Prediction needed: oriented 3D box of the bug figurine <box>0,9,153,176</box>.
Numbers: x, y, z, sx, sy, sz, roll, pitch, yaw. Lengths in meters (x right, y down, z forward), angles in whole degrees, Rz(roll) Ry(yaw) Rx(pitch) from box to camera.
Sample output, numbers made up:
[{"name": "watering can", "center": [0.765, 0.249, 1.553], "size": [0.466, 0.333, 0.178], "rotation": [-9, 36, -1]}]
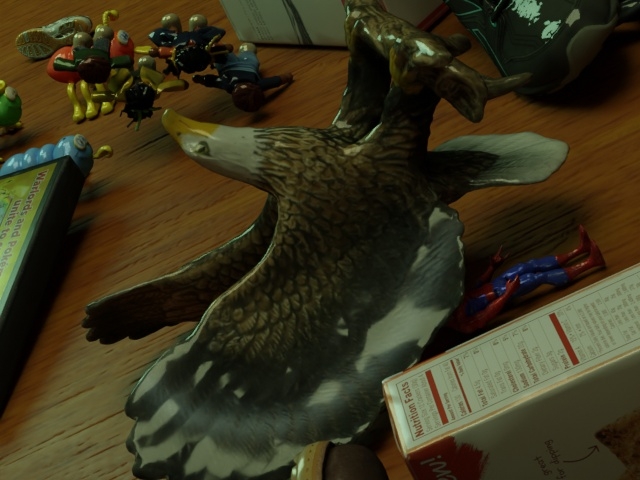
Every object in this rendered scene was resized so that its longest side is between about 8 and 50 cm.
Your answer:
[{"name": "bug figurine", "center": [-0.262, -0.099, 1.548], "size": [0.216, 0.072, 0.279], "rotation": [-18, 30, 16]}]

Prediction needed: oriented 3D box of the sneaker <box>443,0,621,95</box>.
[{"name": "sneaker", "center": [0.129, -0.186, 1.302], "size": [0.101, 0.106, 0.267], "rotation": [-52, 25, 6]}]

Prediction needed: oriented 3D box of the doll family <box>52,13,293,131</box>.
[{"name": "doll family", "center": [-0.122, -0.141, 1.463], "size": [0.193, 0.076, 0.111], "rotation": [-13, 22, -4]}]

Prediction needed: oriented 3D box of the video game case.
[{"name": "video game case", "center": [-0.323, 0.059, 1.353], "size": [0.248, 0.035, 0.275], "rotation": [-15, 36, 22]}]

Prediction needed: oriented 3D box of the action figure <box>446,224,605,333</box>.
[{"name": "action figure", "center": [0.114, 0.027, 1.065], "size": [0.115, 0.030, 0.038], "rotation": [-29, 31, 2]}]

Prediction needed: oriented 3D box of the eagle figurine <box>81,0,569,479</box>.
[{"name": "eagle figurine", "center": [-0.010, -0.005, 1.079], "size": [0.225, 0.298, 0.226], "rotation": [30, 12, 21]}]

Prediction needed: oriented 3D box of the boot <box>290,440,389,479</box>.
[{"name": "boot", "center": [0.111, 0.167, 0.685], "size": [0.207, 0.090, 0.248], "rotation": [-21, 68, 3]}]

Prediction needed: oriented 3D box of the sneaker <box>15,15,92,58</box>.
[{"name": "sneaker", "center": [-0.269, -0.208, 1.786], "size": [0.083, 0.032, 0.037], "rotation": [-11, 18, 19]}]

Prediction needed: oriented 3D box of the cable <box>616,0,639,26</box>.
[{"name": "cable", "center": [0.254, -0.215, 1.335], "size": [0.150, 0.047, 0.184], "rotation": [-24, 32, 17]}]

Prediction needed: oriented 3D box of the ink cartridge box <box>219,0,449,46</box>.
[{"name": "ink cartridge box", "center": [0.029, -0.246, 1.522], "size": [0.218, 0.092, 0.158], "rotation": [7, 43, 49]}]

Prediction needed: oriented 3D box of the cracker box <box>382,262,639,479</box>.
[{"name": "cracker box", "center": [0.164, 0.089, 0.781], "size": [0.232, 0.156, 0.067], "rotation": [-25, 28, 6]}]
